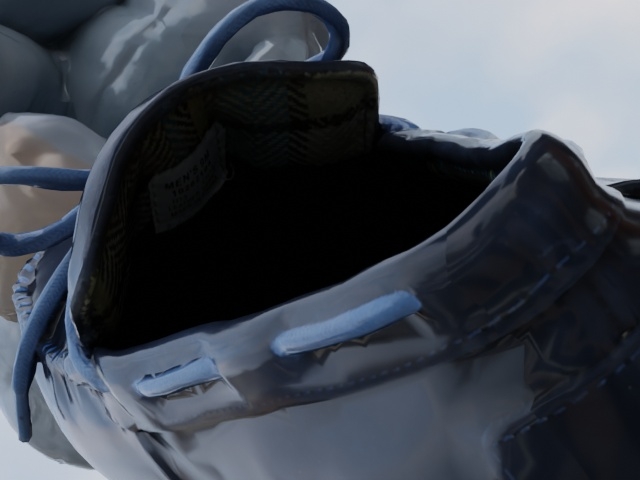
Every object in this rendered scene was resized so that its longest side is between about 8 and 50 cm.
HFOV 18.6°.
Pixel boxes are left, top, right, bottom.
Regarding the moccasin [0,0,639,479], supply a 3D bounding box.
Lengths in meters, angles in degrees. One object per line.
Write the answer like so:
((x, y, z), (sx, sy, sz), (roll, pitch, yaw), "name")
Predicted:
((0.000, 0.000, 0.479), (0.138, 0.342, 0.117), (-45, -68, -20), "moccasin")

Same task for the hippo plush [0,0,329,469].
((-0.106, -0.033, 0.899), (0.234, 0.294, 0.236), (19, -40, -5), "hippo plush")
